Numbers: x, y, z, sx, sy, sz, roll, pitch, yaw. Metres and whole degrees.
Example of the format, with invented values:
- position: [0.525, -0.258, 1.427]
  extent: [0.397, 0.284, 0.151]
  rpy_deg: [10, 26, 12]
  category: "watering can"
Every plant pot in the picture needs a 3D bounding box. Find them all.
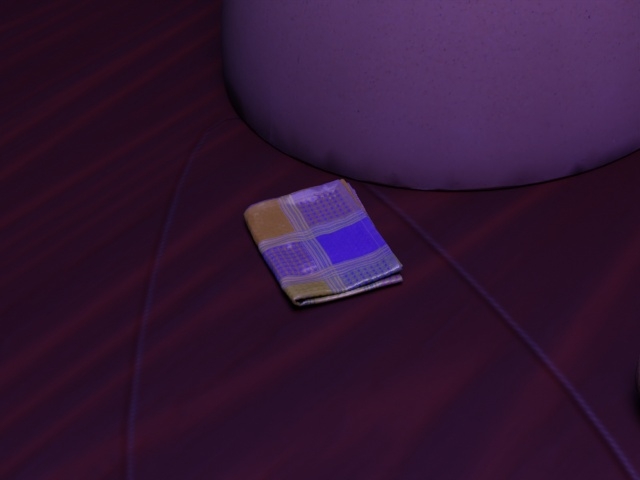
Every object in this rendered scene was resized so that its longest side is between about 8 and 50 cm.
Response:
- position: [0.077, -0.186, 0.748]
  extent: [0.284, 0.191, 0.284]
  rpy_deg: [-3, 39, 3]
  category: "plant pot"

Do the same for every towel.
- position: [0.000, 0.000, 0.667]
  extent: [0.060, 0.009, 0.083]
  rpy_deg: [-14, 39, -12]
  category: "towel"

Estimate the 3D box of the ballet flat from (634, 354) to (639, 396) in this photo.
- position: [0.201, 0.078, 0.497]
  extent: [0.073, 0.067, 0.206]
  rpy_deg: [-32, 46, -31]
  category: "ballet flat"
